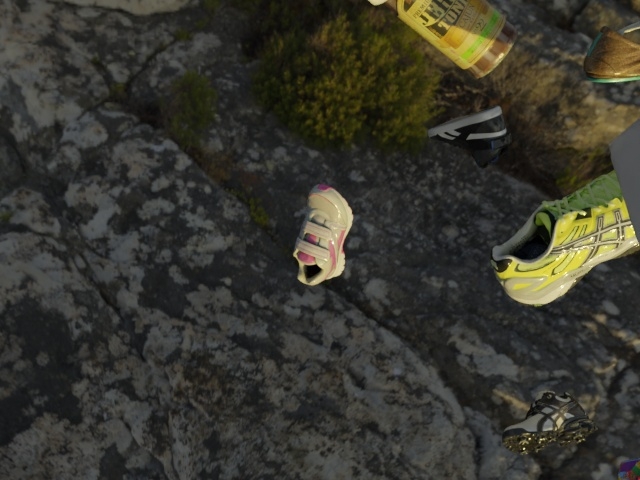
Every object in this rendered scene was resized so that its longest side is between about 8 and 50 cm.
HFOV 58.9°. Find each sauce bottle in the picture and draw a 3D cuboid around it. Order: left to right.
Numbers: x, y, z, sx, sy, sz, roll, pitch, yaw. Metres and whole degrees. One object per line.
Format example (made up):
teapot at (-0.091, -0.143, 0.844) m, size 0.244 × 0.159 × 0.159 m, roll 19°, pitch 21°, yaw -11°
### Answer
sauce bottle at (0.171, -0.414, 0.953) m, size 0.344 × 0.111 × 0.112 m, roll 32°, pitch 54°, yaw -12°

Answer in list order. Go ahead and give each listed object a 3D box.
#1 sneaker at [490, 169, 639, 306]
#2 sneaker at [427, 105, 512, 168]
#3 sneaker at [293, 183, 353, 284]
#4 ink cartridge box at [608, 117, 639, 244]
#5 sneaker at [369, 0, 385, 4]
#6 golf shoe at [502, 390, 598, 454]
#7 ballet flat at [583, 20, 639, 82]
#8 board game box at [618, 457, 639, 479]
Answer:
sneaker at (0.487, -0.031, 1.041) m, size 0.147 × 0.384 × 0.145 m, roll 36°, pitch 16°, yaw -38°
sneaker at (0.324, -0.212, 1.248) m, size 0.079 × 0.216 × 0.121 m, roll -26°, pitch 101°, yaw -23°
sneaker at (0.000, 0.000, 1.232) m, size 0.102 × 0.253 × 0.111 m, roll 18°, pitch 37°, yaw 27°
ink cartridge box at (0.572, -0.129, 0.599) m, size 0.285 × 0.395 × 0.167 m, roll 8°, pitch 61°, yaw -14°
sneaker at (0.092, -0.425, 0.544) m, size 0.236 × 0.323 × 0.130 m, roll -16°, pitch 30°, yaw 21°
golf shoe at (0.387, 0.317, 1.001) m, size 0.198 × 0.077 × 0.094 m, roll 3°, pitch 49°, yaw -28°
ballet flat at (0.674, -0.366, 1.083) m, size 0.341 × 0.124 × 0.116 m, roll 0°, pitch 23°, yaw -5°
board game box at (0.572, 0.433, 0.945) m, size 0.033 × 0.168 × 0.133 m, roll -10°, pitch 69°, yaw -35°
